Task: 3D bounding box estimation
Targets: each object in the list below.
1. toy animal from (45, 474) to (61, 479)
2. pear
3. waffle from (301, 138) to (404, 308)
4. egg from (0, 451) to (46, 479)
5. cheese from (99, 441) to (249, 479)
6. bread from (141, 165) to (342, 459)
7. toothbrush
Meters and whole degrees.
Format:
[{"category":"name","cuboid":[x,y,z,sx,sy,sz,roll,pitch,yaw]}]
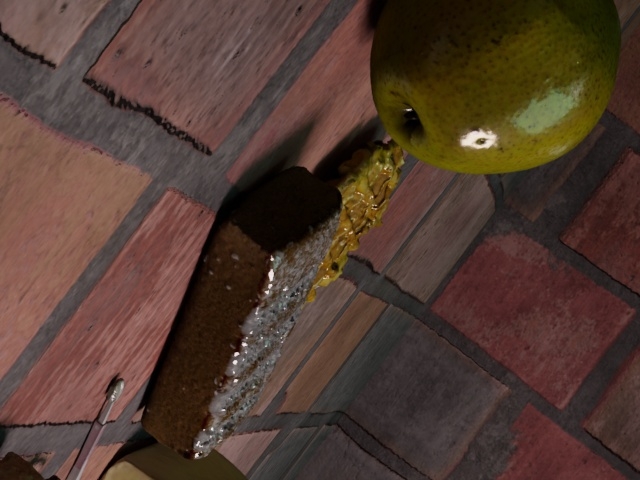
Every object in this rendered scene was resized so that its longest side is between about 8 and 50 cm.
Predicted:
[{"category":"toy animal","cuboid":[-0.378,0.360,1.594,0.224,0.066,0.229,-40,-177,17]},{"category":"pear","cuboid":[0.187,-0.201,1.624,0.294,0.294,0.294,-50,168,-14]},{"category":"waffle","cuboid":[0.000,0.000,1.987,0.302,0.068,0.325,-39,164,-48]},{"category":"egg","cuboid":[-0.317,0.276,1.448,0.140,0.116,0.118,-94,-169,-66]},{"category":"cheese","cuboid":[-0.172,0.390,2.037,0.124,0.242,0.265,-45,170,11]},{"category":"bread","cuboid":[-0.096,0.095,1.783,0.165,0.113,0.416,-44,165,-44]},{"category":"toothbrush","cuboid":[-0.268,0.230,1.748,0.017,0.014,0.194,-39,162,-51]}]
